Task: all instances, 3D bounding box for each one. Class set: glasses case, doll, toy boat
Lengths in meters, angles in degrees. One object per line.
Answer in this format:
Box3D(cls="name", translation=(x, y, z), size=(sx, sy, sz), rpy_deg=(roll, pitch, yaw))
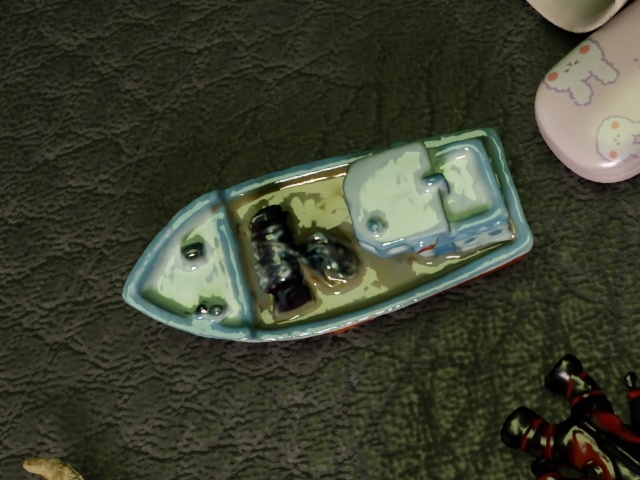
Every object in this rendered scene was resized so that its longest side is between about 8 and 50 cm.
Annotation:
Box3D(cls="glasses case", translation=(0.313, -0.164, 1.177), size=(0.297, 0.075, 0.113), rpy_deg=(-38, 68, -2))
Box3D(cls="doll", translation=(0.261, 0.191, 1.085), size=(0.248, 0.088, 0.127), rpy_deg=(33, 102, 26))
Box3D(cls="toy boat", translation=(0.000, 0.000, 1.154), size=(0.331, 0.133, 0.145), rpy_deg=(-17, 73, 5))

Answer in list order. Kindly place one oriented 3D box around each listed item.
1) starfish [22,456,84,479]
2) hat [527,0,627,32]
Box3D(cls="starfish", translation=(-0.163, 0.317, 1.127), size=(0.302, 0.060, 0.299), rpy_deg=(42, 88, 11))
Box3D(cls="hat", translation=(0.284, -0.277, 1.202), size=(0.219, 0.164, 0.226), rpy_deg=(42, 119, 46))
